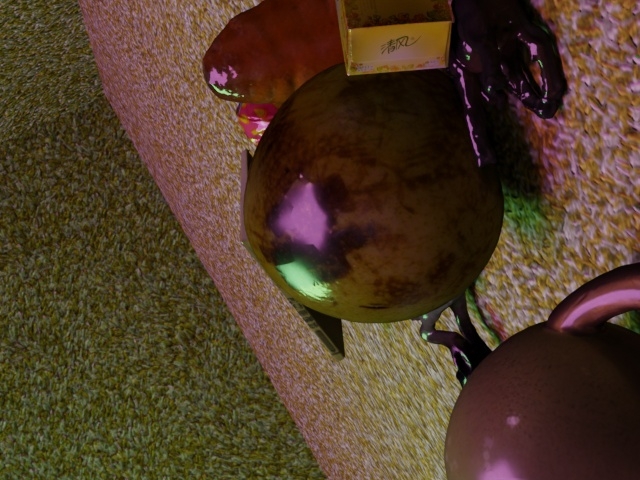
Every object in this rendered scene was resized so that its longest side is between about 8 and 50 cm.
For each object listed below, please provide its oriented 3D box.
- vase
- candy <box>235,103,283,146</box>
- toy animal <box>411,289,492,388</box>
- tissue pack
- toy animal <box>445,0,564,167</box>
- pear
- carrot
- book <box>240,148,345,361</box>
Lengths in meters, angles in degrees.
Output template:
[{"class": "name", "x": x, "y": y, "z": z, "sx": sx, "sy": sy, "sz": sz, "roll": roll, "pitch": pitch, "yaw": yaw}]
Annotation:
[{"class": "vase", "x": 0.275, "y": 0.176, "z": 1.230, "sx": 0.302, "sy": 0.241, "sz": 0.329, "roll": 34, "pitch": 125, "yaw": 44}, {"class": "candy", "x": 0.012, "y": -0.129, "z": 1.952, "sx": 0.365, "sy": 0.124, "sz": 0.124, "roll": 37, "pitch": 153, "yaw": 43}, {"class": "toy animal", "x": 0.144, "y": 0.046, "z": 1.738, "sx": 0.195, "sy": 0.090, "sz": 0.324, "roll": 24, "pitch": 144, "yaw": 51}, {"class": "tissue pack", "x": 0.061, "y": -0.238, "z": 1.307, "sx": 0.062, "sy": 0.095, "sz": 0.176, "roll": 90, "pitch": 175, "yaw": -51}, {"class": "toy animal", "x": 0.147, "y": -0.167, "z": 1.275, "sx": 0.148, "sy": 0.084, "sz": 0.232, "roll": 60, "pitch": 171, "yaw": 23}, {"class": "pear", "x": 0.051, "y": -0.050, "z": 1.462, "sx": 0.283, "sy": 0.283, "sz": 0.283, "roll": 58, "pitch": 167, "yaw": 21}, {"class": "carrot", "x": -0.021, "y": -0.216, "z": 1.570, "sx": 0.159, "sy": 0.225, "sz": 0.159, "roll": 158, "pitch": 90, "yaw": -78}, {"class": "book", "x": -0.045, "y": 0.025, "z": 2.271, "sx": 0.310, "sy": 0.021, "sz": 0.217, "roll": 54, "pitch": -159, "yaw": -38}]
